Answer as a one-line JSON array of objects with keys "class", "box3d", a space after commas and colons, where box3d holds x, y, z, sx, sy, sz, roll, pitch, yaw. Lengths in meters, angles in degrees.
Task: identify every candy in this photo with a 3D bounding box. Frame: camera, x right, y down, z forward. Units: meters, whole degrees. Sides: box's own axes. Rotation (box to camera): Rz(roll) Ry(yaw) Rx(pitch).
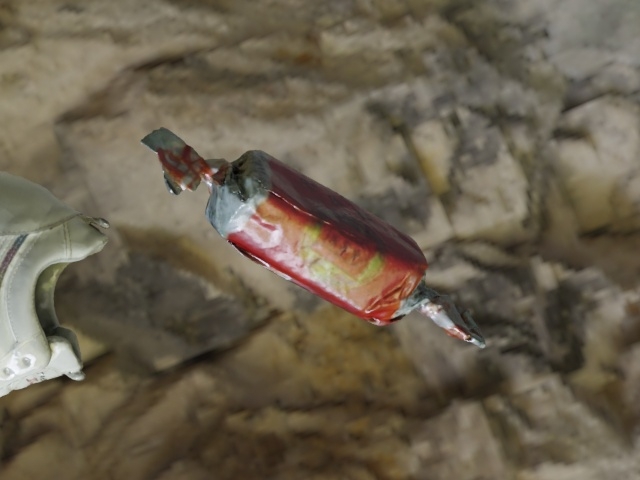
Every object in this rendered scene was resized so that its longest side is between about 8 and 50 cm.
[{"class": "candy", "box3d": [0.001, -0.001, 1.192, 0.292, 0.059, 0.086, 30, -158, -19]}]

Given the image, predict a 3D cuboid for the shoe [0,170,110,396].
[{"class": "shoe", "box3d": [-0.310, 0.095, 1.457, 0.132, 0.211, 0.342, 108, -177, -88]}]
